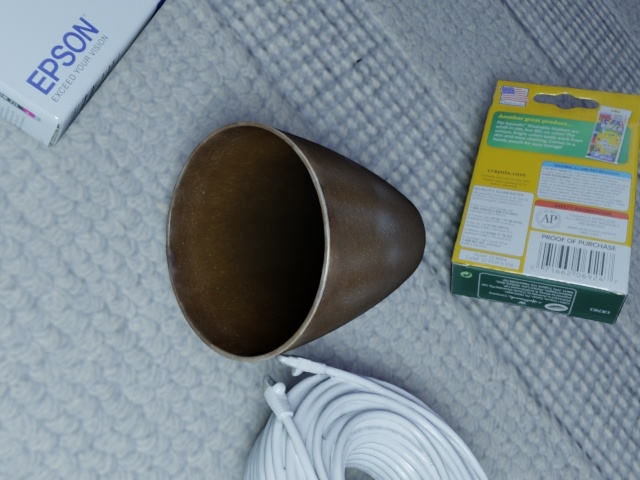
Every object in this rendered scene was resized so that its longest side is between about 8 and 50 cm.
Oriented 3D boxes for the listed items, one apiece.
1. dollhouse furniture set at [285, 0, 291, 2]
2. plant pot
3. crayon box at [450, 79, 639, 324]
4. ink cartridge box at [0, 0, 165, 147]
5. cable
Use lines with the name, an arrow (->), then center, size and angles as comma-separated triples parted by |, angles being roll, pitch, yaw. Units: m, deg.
dollhouse furniture set -> -0.056, -0.382, 0.873 | 0.114, 0.081, 0.091 | 27, 59, -21
plant pot -> 0.000, 0.000, 0.703 | 0.230, 0.215, 0.216 | -1, 71, -49
crayon box -> 0.305, -0.063, 0.914 | 0.202, 0.083, 0.323 | 10, 59, 17
ink cartridge box -> -0.321, -0.309, 0.683 | 0.330, 0.071, 0.324 | 35, 57, -19
cable -> 0.052, 0.242, 0.636 | 0.257, 0.089, 0.257 | 19, 36, -30
